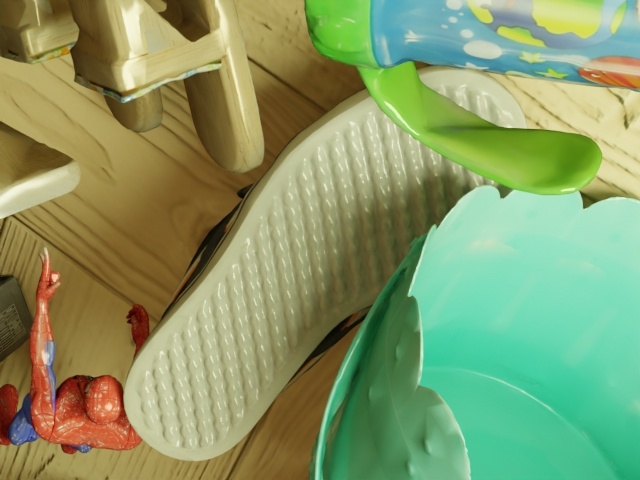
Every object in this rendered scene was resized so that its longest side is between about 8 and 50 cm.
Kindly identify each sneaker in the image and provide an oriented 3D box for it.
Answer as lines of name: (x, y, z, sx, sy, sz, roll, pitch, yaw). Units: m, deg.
sneaker: (0.000, 0.000, 1.083, 0.321, 0.127, 0.126, -42, 97, 17)

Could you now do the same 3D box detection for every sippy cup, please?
sippy cup: (0.134, -0.174, 0.831, 0.224, 0.240, 0.305, 16, 164, 11)

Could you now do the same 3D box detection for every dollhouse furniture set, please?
dollhouse furniture set: (-0.279, -0.036, 1.090, 0.394, 0.362, 0.256, 25, 133, 54)

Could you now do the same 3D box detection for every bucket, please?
bucket: (0.134, 0.125, 0.972, 0.281, 0.281, 0.183, 39, 135, 7)

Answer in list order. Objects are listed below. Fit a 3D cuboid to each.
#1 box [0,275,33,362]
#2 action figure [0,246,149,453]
box: (-0.361, 0.105, 1.291, 0.183, 0.231, 0.056, -2, 117, 34)
action figure: (-0.175, 0.086, 1.206, 0.280, 0.091, 0.139, 165, 112, -71)
